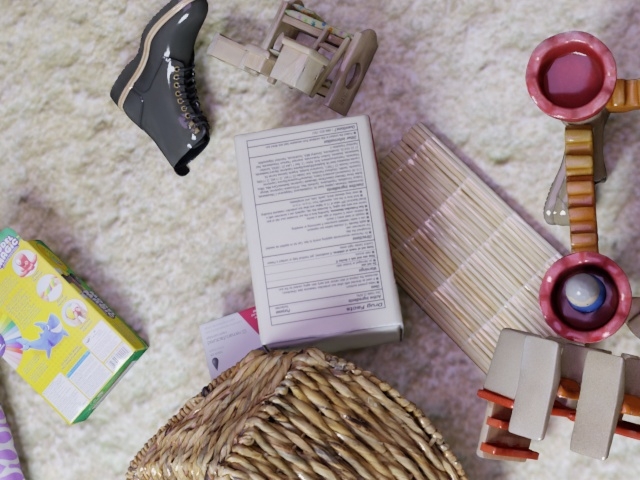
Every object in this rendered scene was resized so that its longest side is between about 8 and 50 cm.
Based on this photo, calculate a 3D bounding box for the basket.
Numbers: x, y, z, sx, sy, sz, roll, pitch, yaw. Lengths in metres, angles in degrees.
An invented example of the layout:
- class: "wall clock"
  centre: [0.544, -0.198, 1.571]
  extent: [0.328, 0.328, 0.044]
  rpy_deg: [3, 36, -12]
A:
- class: "basket"
  centre: [-0.010, 0.254, 1.453]
  extent: [0.223, 0.299, 0.213]
  rpy_deg: [-17, 33, 55]

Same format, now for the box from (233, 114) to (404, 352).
- class: "box"
  centre: [0.000, 0.000, 1.511]
  extent: [0.148, 0.127, 0.232]
  rpy_deg: [-9, 77, 2]

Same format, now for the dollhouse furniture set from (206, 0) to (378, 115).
- class: "dollhouse furniture set"
  centre: [-0.053, -0.235, 1.587]
  extent: [0.182, 0.161, 0.101]
  rpy_deg: [26, 93, 22]

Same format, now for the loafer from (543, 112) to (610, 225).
- class: "loafer"
  centre: [0.282, -0.081, 1.489]
  extent: [0.050, 0.056, 0.148]
  rpy_deg: [21, 98, 20]

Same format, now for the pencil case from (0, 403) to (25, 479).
- class: "pencil case"
  centre: [-0.412, 0.242, 1.710]
  extent: [0.086, 0.088, 0.206]
  rpy_deg: [-21, 75, 15]

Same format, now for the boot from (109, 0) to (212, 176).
- class: "boot"
  centre: [-0.154, -0.185, 1.655]
  extent: [0.137, 0.077, 0.198]
  rpy_deg: [52, 134, 15]

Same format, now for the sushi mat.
- class: "sushi mat"
  centre: [0.162, 0.024, 1.541]
  extent: [0.151, 0.019, 0.316]
  rpy_deg: [-48, 68, 9]

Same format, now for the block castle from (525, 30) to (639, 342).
- class: "block castle"
  centre: [0.426, -0.051, 1.305]
  extent: [0.453, 0.213, 0.303]
  rpy_deg: [-3, 83, 14]

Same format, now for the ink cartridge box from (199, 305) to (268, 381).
- class: "ink cartridge box"
  centre: [-0.062, 0.154, 1.590]
  extent: [0.109, 0.063, 0.151]
  rpy_deg: [-19, 75, 18]

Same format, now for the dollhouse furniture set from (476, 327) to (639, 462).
- class: "dollhouse furniture set"
  centre: [0.277, 0.174, 1.357]
  extent: [0.259, 0.262, 0.135]
  rpy_deg: [11, 89, 52]

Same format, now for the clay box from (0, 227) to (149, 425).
- class: "clay box"
  centre: [-0.329, 0.099, 1.693]
  extent: [0.222, 0.053, 0.127]
  rpy_deg: [44, 100, 10]
